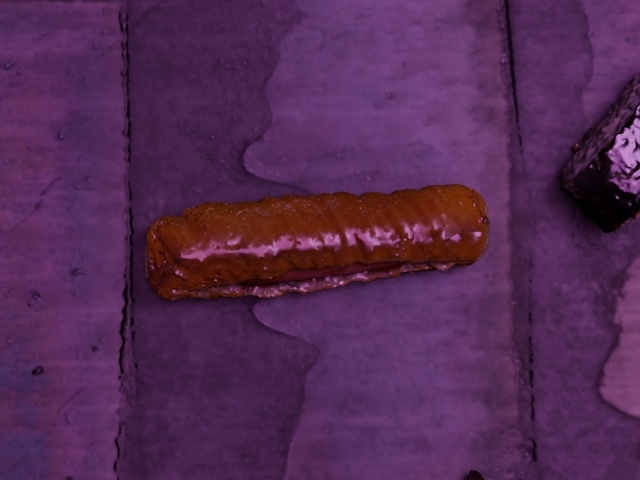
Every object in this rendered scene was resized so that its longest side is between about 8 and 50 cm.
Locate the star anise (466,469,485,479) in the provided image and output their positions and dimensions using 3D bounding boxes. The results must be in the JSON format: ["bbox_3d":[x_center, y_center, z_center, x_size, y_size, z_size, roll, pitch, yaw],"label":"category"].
[{"bbox_3d":[0.122,0.268,0.863,0.140,0.144,0.158,-18,84,-16],"label":"star anise"}]

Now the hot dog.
[{"bbox_3d":[0.000,-0.001,0.920,0.289,0.068,0.083,-7,77,-5],"label":"hot dog"}]

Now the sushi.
[{"bbox_3d":[0.269,-0.080,0.944,0.078,0.090,0.150,41,79,-4],"label":"sushi"}]
